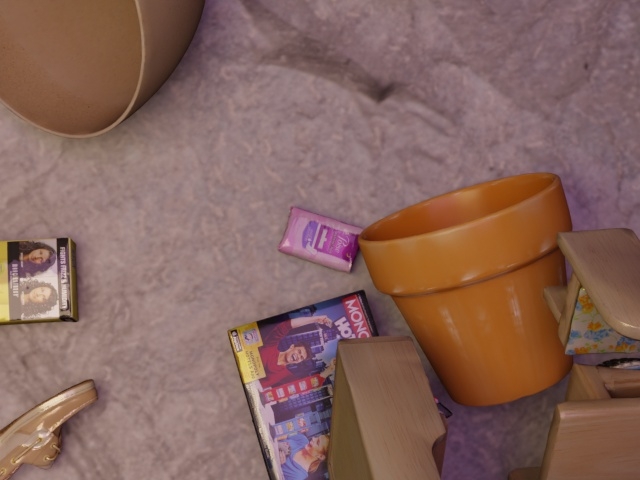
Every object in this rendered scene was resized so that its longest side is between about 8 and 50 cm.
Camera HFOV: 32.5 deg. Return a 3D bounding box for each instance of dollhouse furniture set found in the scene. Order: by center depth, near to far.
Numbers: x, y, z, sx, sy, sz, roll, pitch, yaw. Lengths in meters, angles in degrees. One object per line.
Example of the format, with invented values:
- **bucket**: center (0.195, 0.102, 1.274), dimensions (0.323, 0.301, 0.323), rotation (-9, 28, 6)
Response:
- **dollhouse furniture set**: center (0.223, 0.209, 0.927), dimensions (0.394, 0.256, 0.362), rotation (-2, 124, -9)

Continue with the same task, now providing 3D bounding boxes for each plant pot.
- **plant pot**: center (-0.219, -0.267, 1.079), dimensions (0.284, 0.284, 0.191), rotation (47, 47, 3)
- **plant pot**: center (0.162, 0.053, 1.087), dimensions (0.205, 0.205, 0.187), rotation (-20, 99, -8)

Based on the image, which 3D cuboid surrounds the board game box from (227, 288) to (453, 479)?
- **board game box**: center (0.025, 0.158, 1.114), dimensions (0.194, 0.060, 0.194), rotation (-16, 83, -8)

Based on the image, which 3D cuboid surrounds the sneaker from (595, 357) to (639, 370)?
- **sneaker**: center (0.361, 0.160, 1.144), dimensions (0.162, 0.063, 0.073), rotation (7, 84, -4)

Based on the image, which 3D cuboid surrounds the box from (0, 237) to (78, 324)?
- **box**: center (-0.363, 0.045, 1.098), dimensions (0.232, 0.058, 0.087), rotation (-2, 82, -5)

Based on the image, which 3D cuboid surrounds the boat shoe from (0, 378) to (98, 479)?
- **boat shoe**: center (-0.284, 0.202, 1.082), dimensions (0.170, 0.063, 0.059), rotation (-35, 88, 0)

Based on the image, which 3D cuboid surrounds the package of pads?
- **package of pads**: center (0.000, 0.000, 1.152), dimensions (0.083, 0.032, 0.050), rotation (18, 82, -2)
